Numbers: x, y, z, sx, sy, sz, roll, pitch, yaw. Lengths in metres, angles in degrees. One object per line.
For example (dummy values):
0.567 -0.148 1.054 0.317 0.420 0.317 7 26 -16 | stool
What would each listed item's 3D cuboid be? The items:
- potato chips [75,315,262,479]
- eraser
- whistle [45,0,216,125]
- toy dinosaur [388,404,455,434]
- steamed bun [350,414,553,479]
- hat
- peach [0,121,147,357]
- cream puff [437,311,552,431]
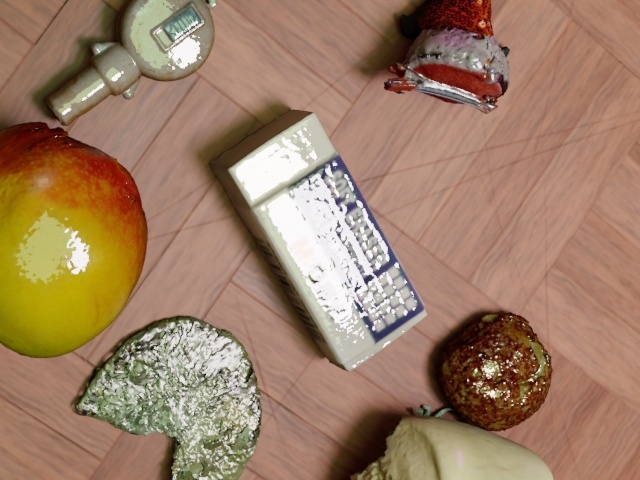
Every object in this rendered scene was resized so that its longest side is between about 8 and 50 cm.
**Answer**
-0.157 0.199 1.699 0.202 0.029 0.220 -30 105 -16 | potato chips
0.000 0.000 1.698 0.124 0.081 0.279 -34 107 -13 | eraser
-0.200 -0.201 1.613 0.220 0.057 0.107 -37 109 -10 | whistle
0.123 0.231 1.808 0.083 0.021 0.062 4 103 -16 | toy dinosaur
0.153 0.296 1.759 0.225 0.200 0.170 16 50 -37 | steamed bun
0.160 -0.261 1.723 0.140 0.129 0.227 11 75 3 | hat
-0.285 -0.001 1.523 0.231 0.231 0.231 -3 98 -19 | peach
0.216 0.159 1.798 0.149 0.084 0.149 -3 99 -21 | cream puff
